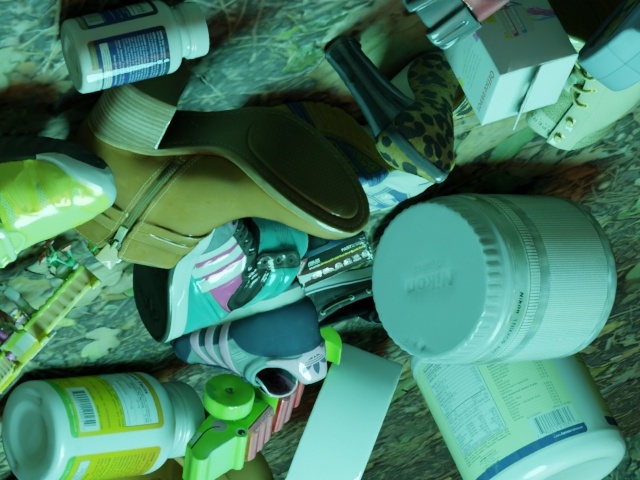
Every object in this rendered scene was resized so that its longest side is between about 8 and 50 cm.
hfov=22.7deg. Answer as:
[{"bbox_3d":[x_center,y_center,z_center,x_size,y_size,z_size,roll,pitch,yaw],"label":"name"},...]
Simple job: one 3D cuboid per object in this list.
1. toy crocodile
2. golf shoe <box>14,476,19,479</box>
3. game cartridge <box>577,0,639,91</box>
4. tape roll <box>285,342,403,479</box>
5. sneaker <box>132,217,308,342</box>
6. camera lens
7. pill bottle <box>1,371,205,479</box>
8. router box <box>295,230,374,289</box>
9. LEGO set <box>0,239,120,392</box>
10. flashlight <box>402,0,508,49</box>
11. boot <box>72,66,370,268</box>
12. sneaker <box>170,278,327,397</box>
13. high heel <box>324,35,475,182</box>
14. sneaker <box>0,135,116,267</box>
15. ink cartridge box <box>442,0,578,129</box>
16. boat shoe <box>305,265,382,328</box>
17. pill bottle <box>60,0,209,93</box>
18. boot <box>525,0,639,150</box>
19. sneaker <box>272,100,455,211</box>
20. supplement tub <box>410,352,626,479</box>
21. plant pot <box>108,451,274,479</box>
[{"bbox_3d":[-0.081,0.214,2.114,0.340,0.105,0.115,-46,154,-53],"label":"toy crocodile"},{"bbox_3d":[-0.412,0.363,2.282,0.077,0.094,0.198,14,163,-36],"label":"golf shoe"},{"bbox_3d":[0.329,-0.229,1.512,0.196,0.060,0.294,-54,-179,2],"label":"game cartridge"},{"bbox_3d":[0.025,0.296,2.315,0.100,0.286,0.286,22,151,4],"label":"tape roll"},{"bbox_3d":[-0.095,-0.014,1.742,0.178,0.124,0.295,-20,149,-29],"label":"sneaker"},{"bbox_3d":[0.230,0.049,2.060,0.274,0.219,0.219,0,146,-44],"label":"camera lens"},{"bbox_3d":[-0.276,0.241,2.074,0.245,0.136,0.136,-1,147,-43],"label":"pill bottle"},{"bbox_3d":[0.000,0.000,1.865,0.092,0.122,0.038,-23,119,-6],"label":"router box"},{"bbox_3d":[-0.329,0.065,1.750,0.287,0.107,0.132,-45,-176,30],"label":"LEGO set"},{"bbox_3d":[0.208,-0.301,1.475,0.304,0.103,0.103,-35,-161,14],"label":"flashlight"},{"bbox_3d":[-0.111,-0.033,1.541,0.283,0.109,0.220,25,133,-5],"label":"boot"},{"bbox_3d":[-0.092,0.140,1.969,0.112,0.131,0.319,-22,178,-26],"label":"sneaker"},{"bbox_3d":[0.128,-0.113,1.658,0.261,0.186,0.093,8,131,-51],"label":"high heel"},{"bbox_3d":[-0.369,0.014,1.462,0.384,0.147,0.145,-16,156,-5],"label":"sneaker"},{"bbox_3d":[0.188,-0.192,1.612,0.090,0.143,0.092,-18,156,-16],"label":"ink cartridge box"},{"bbox_3d":[0.066,0.079,2.142,0.228,0.076,0.080,-6,150,-37],"label":"boat shoe"},{"bbox_3d":[-0.162,-0.174,1.406,0.120,0.067,0.067,-16,155,-19],"label":"pill bottle"},{"bbox_3d":[0.292,-0.187,1.794,0.262,0.095,0.203,-5,151,-43],"label":"boot"},{"bbox_3d":[0.018,-0.070,1.743,0.296,0.112,0.131,3,145,-46],"label":"sneaker"},{"bbox_3d":[0.271,0.215,2.314,0.235,0.325,0.235,-21,156,-10],"label":"supplement tub"},{"bbox_3d":[-0.199,0.389,2.319,0.291,0.291,0.203,-41,168,33],"label":"plant pot"}]
